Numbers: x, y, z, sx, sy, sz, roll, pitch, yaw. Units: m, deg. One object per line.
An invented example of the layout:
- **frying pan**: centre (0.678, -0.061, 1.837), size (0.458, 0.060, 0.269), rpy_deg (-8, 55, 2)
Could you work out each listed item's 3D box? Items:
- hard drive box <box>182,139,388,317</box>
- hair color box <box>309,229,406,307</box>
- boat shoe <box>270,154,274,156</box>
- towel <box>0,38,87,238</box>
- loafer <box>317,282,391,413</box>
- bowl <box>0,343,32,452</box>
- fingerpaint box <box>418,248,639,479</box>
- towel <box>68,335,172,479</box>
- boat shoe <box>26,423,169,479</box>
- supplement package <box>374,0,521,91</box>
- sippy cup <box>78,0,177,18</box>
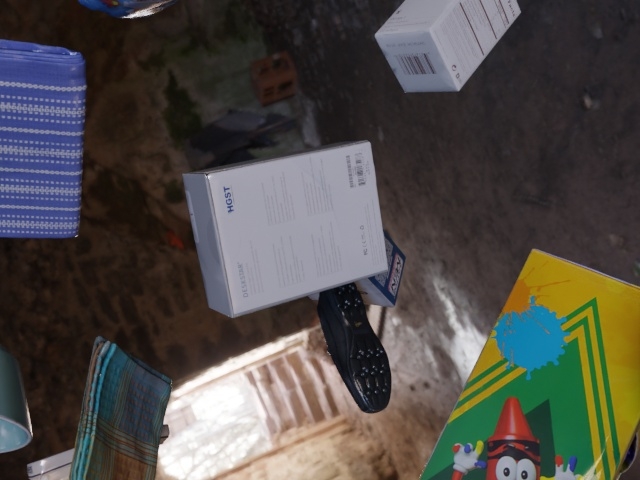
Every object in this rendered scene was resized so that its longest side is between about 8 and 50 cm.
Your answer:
- **hard drive box**: centre (-0.041, -0.022, 0.986), size (0.089, 0.232, 0.181), rpy_deg (10, 111, 61)
- **hair color box**: centre (0.000, 0.000, 1.265), size (0.347, 0.174, 0.105), rpy_deg (46, -126, -55)
- **boat shoe**: centre (-0.097, -0.078, 1.443), size (0.228, 0.068, 0.081), rpy_deg (125, 163, -53)
- **towel**: centre (-0.443, -0.127, 1.018), size (0.336, 0.243, 0.040), rpy_deg (111, 155, -44)
- **loafer**: centre (0.049, 0.164, 1.172), size (0.078, 0.076, 0.223), rpy_deg (-56, 45, 48)
- **bowl**: centre (-0.675, 0.270, 1.387), size (0.311, 0.311, 0.163), rpy_deg (83, -175, -60)
- **fingerpaint box**: centre (0.251, 0.270, 0.869), size (0.163, 0.371, 0.445), rpy_deg (23, 166, 26)
- **towel**: centre (-0.341, 0.380, 1.303), size (0.271, 0.040, 0.370), rpy_deg (61, -151, -60)
- **boat shoe**: centre (-0.408, 0.419, 1.441), size (0.096, 0.267, 0.088), rpy_deg (-30, 75, 55)
- **supplement package**: centre (0.181, -0.305, 1.073), size (0.105, 0.179, 0.105), rpy_deg (10, 144, 48)
- **sippy cup**: centre (-0.173, -0.351, 0.782), size (0.305, 0.224, 0.240), rpy_deg (34, -128, -27)
